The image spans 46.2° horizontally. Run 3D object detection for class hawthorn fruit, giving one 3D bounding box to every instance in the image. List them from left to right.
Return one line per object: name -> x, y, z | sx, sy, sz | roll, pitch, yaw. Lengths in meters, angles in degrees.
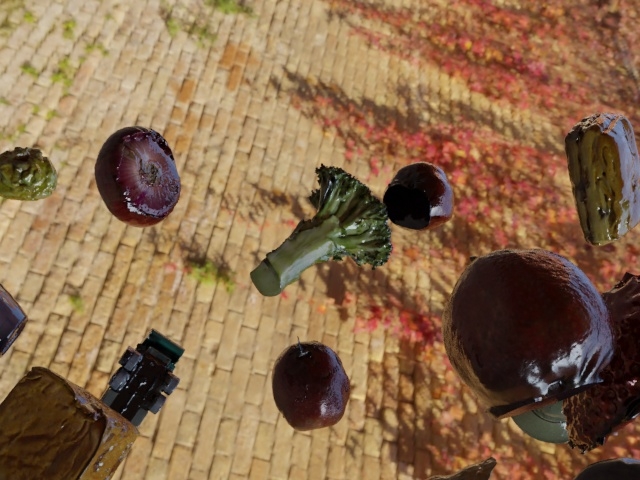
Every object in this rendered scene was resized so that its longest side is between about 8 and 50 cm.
hawthorn fruit -> -0.022, 0.291, 1.603 | 0.181, 0.181, 0.235 | -88, 175, -59
hawthorn fruit -> 0.274, -0.104, 1.997 | 0.251, 0.190, 0.189 | 20, 85, -59
hawthorn fruit -> 0.266, 0.107, 1.001 | 0.249, 0.215, 0.215 | -115, -142, -47

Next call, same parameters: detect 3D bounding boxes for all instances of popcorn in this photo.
popcorn -> -0.551, -0.125, 1.394 | 0.116, 0.121, 0.106 | 30, 65, -65

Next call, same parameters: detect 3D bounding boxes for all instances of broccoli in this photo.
broccoli -> 0.007, 0.018, 1.726 | 0.221, 0.252, 0.361 | 3, -130, 46

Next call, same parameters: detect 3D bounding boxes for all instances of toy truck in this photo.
toy truck -> -0.352, 0.289, 1.389 | 0.253, 0.114, 0.124 | -58, -170, -18

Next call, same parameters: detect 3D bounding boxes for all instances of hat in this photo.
hat -> 0.616, 0.394, 1.949 | 0.130, 0.257, 0.257 | 75, 27, -71

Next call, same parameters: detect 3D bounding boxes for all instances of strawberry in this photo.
strawberry -> 0.426, 0.167, 1.090 | 0.306, 0.138, 0.233 | -52, 175, 8

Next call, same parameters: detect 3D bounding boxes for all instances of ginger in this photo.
ginger -> 0.261, 0.492, 1.488 | 0.193, 0.123, 0.115 | -49, 154, -16

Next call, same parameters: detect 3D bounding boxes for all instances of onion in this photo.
onion -> -0.441, -0.153, 1.806 | 0.161, 0.248, 0.248 | -12, -122, 49

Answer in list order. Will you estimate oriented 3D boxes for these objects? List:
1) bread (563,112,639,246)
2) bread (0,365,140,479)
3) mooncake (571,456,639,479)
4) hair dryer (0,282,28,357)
bread -> 0.546, -0.123, 1.420 | 0.210, 0.099, 0.235 | -29, 105, -51
bread -> -0.340, 0.266, 0.971 | 0.158, 0.143, 0.149 | -52, 167, -21
mooncake -> 0.652, 0.599, 1.571 | 0.283, 0.141, 0.283 | -36, -135, 47
hair dryer -> -0.607, 0.137, 1.066 | 0.361, 0.301, 0.121 | -53, -171, 30
